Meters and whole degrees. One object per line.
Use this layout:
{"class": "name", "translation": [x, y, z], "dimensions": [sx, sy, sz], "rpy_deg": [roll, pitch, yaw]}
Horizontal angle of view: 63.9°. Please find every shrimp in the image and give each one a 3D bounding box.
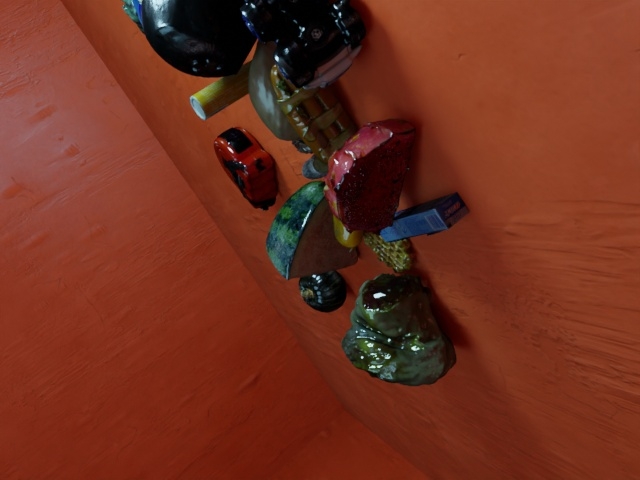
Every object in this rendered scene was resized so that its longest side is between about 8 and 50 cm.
{"class": "shrimp", "translation": [-0.021, -0.237, 1.236], "dimensions": [0.073, 0.075, 0.190], "rpy_deg": [53, 165, -21]}

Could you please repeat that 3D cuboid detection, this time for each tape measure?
{"class": "tape measure", "translation": [-0.256, -0.254, 1.743], "dimensions": [0.260, 0.114, 0.253], "rpy_deg": [46, 161, 20]}

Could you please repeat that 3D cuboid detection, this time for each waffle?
{"class": "waffle", "translation": [0.164, 0.001, 1.290], "dimensions": [0.191, 0.038, 0.191], "rpy_deg": [48, 162, 22]}

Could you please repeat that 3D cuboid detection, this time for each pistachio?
{"class": "pistachio", "translation": [-0.079, -0.327, 1.125], "dimensions": [0.137, 0.153, 0.237], "rpy_deg": [-77, -33, -56]}

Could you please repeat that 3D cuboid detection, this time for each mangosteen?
{"class": "mangosteen", "translation": [-0.226, -0.479, 1.059], "dimensions": [0.233, 0.287, 0.287], "rpy_deg": [26, 165, -8]}

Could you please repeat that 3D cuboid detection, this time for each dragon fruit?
{"class": "dragon fruit", "translation": [0.088, -0.127, 1.012], "dimensions": [0.189, 0.163, 0.261], "rpy_deg": [-87, 0, -46]}

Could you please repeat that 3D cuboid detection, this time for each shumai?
{"class": "shumai", "translation": [0.207, 0.200, 1.350], "dimensions": [0.310, 0.304, 0.263], "rpy_deg": [6, 108, 22]}

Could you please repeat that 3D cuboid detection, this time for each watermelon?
{"class": "watermelon", "translation": [-0.041, 0.005, 1.486], "dimensions": [0.292, 0.250, 0.283], "rpy_deg": [61, 166, -17]}

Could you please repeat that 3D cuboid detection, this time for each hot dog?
{"class": "hot dog", "translation": [-0.015, -0.268, 1.058], "dimensions": [0.269, 0.109, 0.072], "rpy_deg": [49, -179, -33]}

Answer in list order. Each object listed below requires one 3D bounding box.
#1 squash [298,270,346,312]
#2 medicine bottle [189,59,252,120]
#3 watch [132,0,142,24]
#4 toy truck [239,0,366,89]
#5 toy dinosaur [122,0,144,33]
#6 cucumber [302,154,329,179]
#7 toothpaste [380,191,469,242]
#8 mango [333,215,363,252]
{"class": "squash", "translation": [0.006, 0.173, 1.850], "dimensions": [0.193, 0.156, 0.193], "rpy_deg": [22, 136, 23]}
{"class": "medicine bottle", "translation": [-0.198, -0.363, 1.203], "dimensions": [0.074, 0.218, 0.074], "rpy_deg": [45, 161, 21]}
{"class": "watch", "translation": [-0.374, -0.609, 1.272], "dimensions": [0.171, 0.196, 0.200], "rpy_deg": [96, 157, -52]}
{"class": "toy truck", "translation": [-0.031, -0.373, 0.911], "dimensions": [0.213, 0.161, 0.177], "rpy_deg": [53, -177, -4]}
{"class": "toy dinosaur", "translation": [-0.617, -0.774, 1.718], "dimensions": [0.120, 0.079, 0.292], "rpy_deg": [54, 166, 0]}
{"class": "cucumber", "translation": [-0.008, -0.190, 1.331], "dimensions": [0.064, 0.064, 0.112], "rpy_deg": [55, 165, -7]}
{"class": "toothpaste", "translation": [0.199, -0.043, 1.069], "dimensions": [0.053, 0.066, 0.272], "rpy_deg": [54, 162, -6]}
{"class": "mango", "translation": [0.069, -0.062, 1.297], "dimensions": [0.101, 0.066, 0.187], "rpy_deg": [-151, 56, -68]}
